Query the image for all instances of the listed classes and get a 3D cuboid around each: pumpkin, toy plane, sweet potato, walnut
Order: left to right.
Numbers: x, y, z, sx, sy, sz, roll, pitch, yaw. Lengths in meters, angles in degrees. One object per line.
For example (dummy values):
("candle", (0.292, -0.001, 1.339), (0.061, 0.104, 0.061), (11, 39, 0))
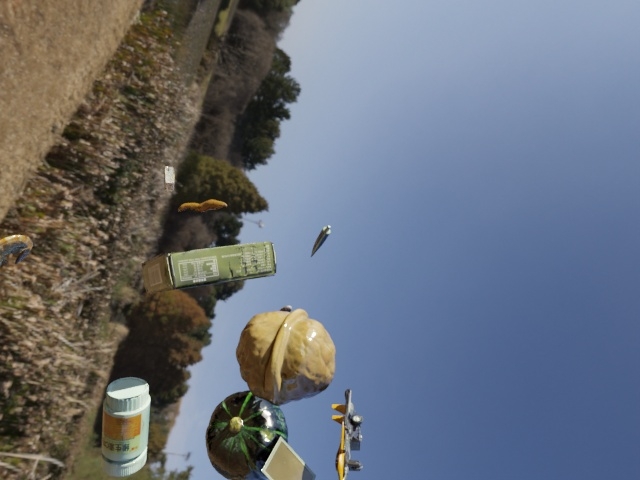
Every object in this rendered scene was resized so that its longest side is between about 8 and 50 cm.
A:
("sweet potato", (-0.413, -0.120, 1.560), (0.044, 0.178, 0.044), (-3, 90, -82))
("pumpkin", (-0.260, 0.685, 1.564), (0.239, 0.314, 0.316), (66, 26, -56))
("walnut", (-0.102, 0.336, 1.297), (0.285, 0.295, 0.286), (12, 90, -76))
("toy plane", (0.094, 0.656, 1.442), (0.316, 0.102, 0.205), (-94, -177, -70))

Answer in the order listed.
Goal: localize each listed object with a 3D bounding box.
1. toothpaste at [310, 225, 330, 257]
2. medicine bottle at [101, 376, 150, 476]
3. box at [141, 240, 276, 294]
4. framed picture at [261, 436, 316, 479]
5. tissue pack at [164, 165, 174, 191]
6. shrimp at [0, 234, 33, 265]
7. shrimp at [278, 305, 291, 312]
("toothpaste", (0.000, 0.000, 1.834), (0.197, 0.034, 0.057), (122, -9, -48))
("medicine bottle", (-0.706, 0.669, 1.608), (0.158, 0.157, 0.319), (-131, -132, -70))
("box", (-0.440, 0.107, 1.729), (0.372, 0.419, 0.139), (-14, -97, 54))
("framed picture", (-0.100, 0.750, 1.426), (0.011, 0.183, 0.142), (-39, -176, 30))
("tissue pack", (-0.534, -0.216, 1.565), (0.083, 0.034, 0.063), (141, -55, -67))
("shrimp", (-1.190, 0.093, 1.650), (0.296, 0.058, 0.169), (-49, 168, 7))
("shrimp", (-0.217, 0.430, 2.531), (0.165, 0.065, 0.057), (-61, -149, 35))
